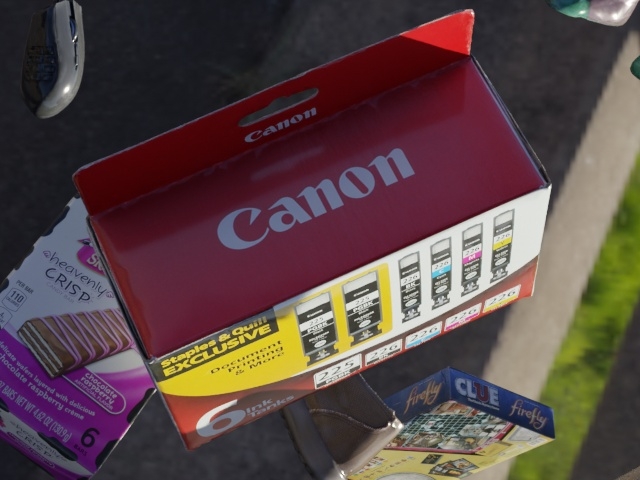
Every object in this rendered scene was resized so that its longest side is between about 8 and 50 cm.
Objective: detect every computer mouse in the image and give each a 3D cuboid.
[{"bbox_3d":[-0.222,-0.225,1.365,0.071,0.041,0.242,-17,123,-61],"label":"computer mouse"}]

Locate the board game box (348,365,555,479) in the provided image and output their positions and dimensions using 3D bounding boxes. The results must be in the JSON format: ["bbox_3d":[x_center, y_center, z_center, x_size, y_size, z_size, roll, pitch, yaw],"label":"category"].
[{"bbox_3d":[0.127,0.228,1.759,0.165,0.243,0.042,24,52,-33],"label":"board game box"}]

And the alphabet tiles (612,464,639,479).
[{"bbox_3d":[0.134,0.248,0.874,0.285,0.342,0.011,53,9,-44],"label":"alphabet tiles"}]

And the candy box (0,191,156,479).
[{"bbox_3d":[-0.198,0.072,1.298,0.159,0.071,0.233,38,58,-6],"label":"candy box"}]

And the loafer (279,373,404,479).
[{"bbox_3d":[-0.013,0.086,1.665,0.134,0.130,0.366,65,2,-76],"label":"loafer"}]

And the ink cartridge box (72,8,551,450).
[{"bbox_3d":[0.000,0.000,1.112,0.309,0.130,0.272,-24,156,-7],"label":"ink cartridge box"}]

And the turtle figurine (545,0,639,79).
[{"bbox_3d":[0.184,-0.177,0.612,0.118,0.175,0.234,16,116,-24],"label":"turtle figurine"}]
